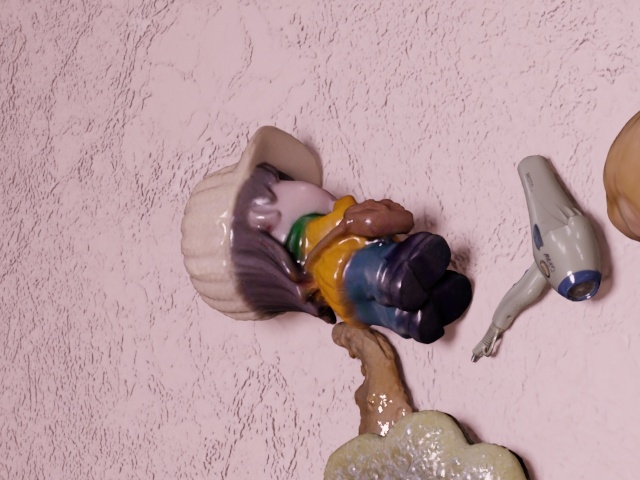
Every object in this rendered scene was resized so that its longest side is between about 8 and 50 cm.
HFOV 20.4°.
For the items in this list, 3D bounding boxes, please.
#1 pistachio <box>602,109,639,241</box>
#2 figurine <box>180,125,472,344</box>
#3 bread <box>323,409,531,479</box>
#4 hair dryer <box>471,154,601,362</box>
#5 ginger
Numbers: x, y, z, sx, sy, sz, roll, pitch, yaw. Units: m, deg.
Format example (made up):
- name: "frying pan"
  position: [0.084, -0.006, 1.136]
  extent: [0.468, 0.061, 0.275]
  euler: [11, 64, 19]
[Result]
- name: "pistachio"
  position: [0.364, -0.077, 1.536]
  extent: [0.293, 0.181, 0.162]
  euler: [-33, 101, 40]
- name: "figurine"
  position: [-0.015, 0.022, 1.873]
  extent: [0.204, 0.185, 0.332]
  euler: [-40, 42, -12]
- name: "bread"
  position: [0.122, 0.280, 1.742]
  extent: [0.286, 0.056, 0.207]
  euler: [47, 114, 26]
- name: "hair dryer"
  position: [0.201, 0.013, 1.768]
  extent: [0.199, 0.067, 0.167]
  euler: [-42, 44, 48]
- name: "ginger"
  position: [0.059, 0.153, 1.868]
  extent: [0.069, 0.051, 0.173]
  euler: [-46, 45, 42]
